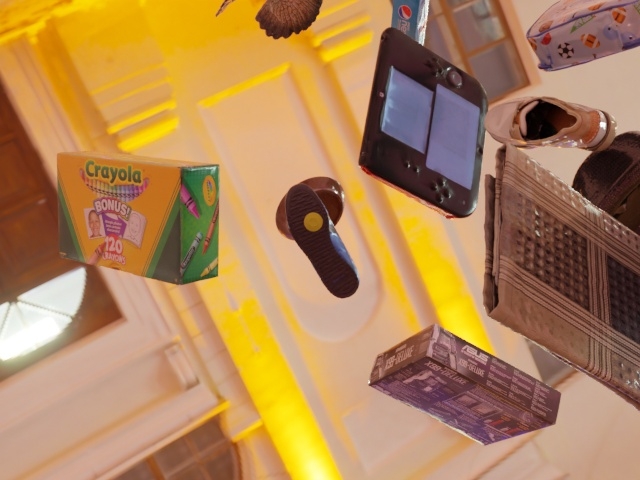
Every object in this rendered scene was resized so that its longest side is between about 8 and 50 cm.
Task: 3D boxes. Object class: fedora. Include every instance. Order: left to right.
[{"bbox_3d":[0.593,-0.091,1.583,0.334,0.334,0.152,-27,-133,-11],"label":"fedora"}]

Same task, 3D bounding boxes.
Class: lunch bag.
[{"bbox_3d":[0.606,-0.472,1.710,0.303,0.115,0.243,-5,-149,49],"label":"lunch bag"}]

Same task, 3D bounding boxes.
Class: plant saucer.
[{"bbox_3d":[-0.015,-0.060,1.748,0.168,0.168,0.029,-27,-134,-11],"label":"plant saucer"}]

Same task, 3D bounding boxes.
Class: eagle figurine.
[{"bbox_3d":[-0.086,-0.601,1.762,0.226,0.298,0.225,12,-178,-9],"label":"eagle figurine"}]

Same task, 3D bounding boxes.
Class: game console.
[{"bbox_3d":[0.251,-0.266,1.889,0.060,0.342,0.386,-18,-126,48],"label":"game console"}]

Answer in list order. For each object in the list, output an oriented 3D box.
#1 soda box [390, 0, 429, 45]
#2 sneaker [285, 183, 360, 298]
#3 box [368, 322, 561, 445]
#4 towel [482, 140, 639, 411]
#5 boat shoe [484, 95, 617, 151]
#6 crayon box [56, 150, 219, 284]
[{"bbox_3d":[0.220,-0.541,2.007,0.071,0.210,0.067,23,-134,22],"label":"soda box"},{"bbox_3d":[0.000,0.000,1.360,0.069,0.209,0.082,-28,-171,4],"label":"sneaker"},{"bbox_3d":[0.284,0.299,1.639,0.242,0.307,0.076,-45,-160,56],"label":"box"},{"bbox_3d":[0.338,0.051,1.082,0.056,0.324,0.312,-39,-153,43],"label":"towel"},{"bbox_3d":[0.426,-0.238,1.595,0.103,0.113,0.302,11,-179,-35],"label":"boat shoe"},{"bbox_3d":[-0.274,-0.041,1.203,0.278,0.165,0.081,9,-167,36],"label":"crayon box"}]
